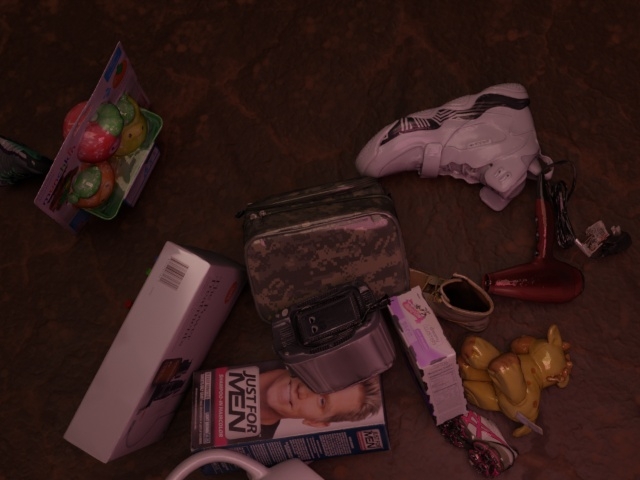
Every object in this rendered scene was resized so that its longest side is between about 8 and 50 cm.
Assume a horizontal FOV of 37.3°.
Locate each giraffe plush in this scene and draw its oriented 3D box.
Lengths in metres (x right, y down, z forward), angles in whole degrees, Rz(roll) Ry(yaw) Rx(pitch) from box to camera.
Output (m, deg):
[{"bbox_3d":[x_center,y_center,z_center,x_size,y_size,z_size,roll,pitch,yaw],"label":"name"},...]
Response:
[{"bbox_3d":[0.372,0.233,1.719,0.170,0.181,0.210,-37,63,-25],"label":"giraffe plush"}]

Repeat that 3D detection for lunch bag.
[{"bbox_3d":[0.000,0.000,1.774,0.305,0.256,0.212,-12,115,3],"label":"lunch bag"}]

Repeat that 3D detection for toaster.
[{"bbox_3d":[0.036,0.170,1.651,0.227,0.146,0.129,-24,45,5],"label":"toaster"}]

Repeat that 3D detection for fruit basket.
[{"bbox_3d":[-0.413,-0.173,1.800,0.166,0.353,0.327,26,80,-3],"label":"fruit basket"}]

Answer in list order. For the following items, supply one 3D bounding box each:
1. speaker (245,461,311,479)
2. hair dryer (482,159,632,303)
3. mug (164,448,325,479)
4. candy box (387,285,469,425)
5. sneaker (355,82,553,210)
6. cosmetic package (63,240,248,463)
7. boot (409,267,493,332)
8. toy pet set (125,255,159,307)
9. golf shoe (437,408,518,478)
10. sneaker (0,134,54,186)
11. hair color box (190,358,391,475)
[{"bbox_3d":[-0.068,0.415,1.767,0.136,0.055,0.055,-32,75,-2],"label":"speaker"},{"bbox_3d":[0.419,0.012,1.783,0.293,0.080,0.223,-41,90,-15],"label":"hair dryer"},{"bbox_3d":[-0.117,0.521,1.619,0.374,0.276,0.328,41,79,-3],"label":"mug"},{"bbox_3d":[0.191,0.206,1.688,0.070,0.196,0.164,-22,47,-2],"label":"candy box"},{"bbox_3d":[0.262,-0.151,1.824,0.366,0.137,0.210,-21,72,-3],"label":"sneaker"},{"bbox_3d":[-0.279,0.193,1.696,0.098,0.284,0.377,28,92,8],"label":"cosmetic package"},{"bbox_3d":[0.220,0.095,1.755,0.213,0.165,0.077,26,81,12],"label":"boot"},{"bbox_3d":[-0.306,0.109,1.878,0.114,0.065,0.122,20,74,46],"label":"toy pet set"},{"bbox_3d":[0.281,0.351,1.746,0.086,0.067,0.186,-19,57,-40],"label":"golf shoe"},{"bbox_3d":[-0.610,-0.142,1.920,0.224,0.083,0.098,25,92,53],"label":"sneaker"},{"bbox_3d":[-0.056,0.309,1.733,0.348,0.105,0.173,-9,49,4],"label":"hair color box"}]
